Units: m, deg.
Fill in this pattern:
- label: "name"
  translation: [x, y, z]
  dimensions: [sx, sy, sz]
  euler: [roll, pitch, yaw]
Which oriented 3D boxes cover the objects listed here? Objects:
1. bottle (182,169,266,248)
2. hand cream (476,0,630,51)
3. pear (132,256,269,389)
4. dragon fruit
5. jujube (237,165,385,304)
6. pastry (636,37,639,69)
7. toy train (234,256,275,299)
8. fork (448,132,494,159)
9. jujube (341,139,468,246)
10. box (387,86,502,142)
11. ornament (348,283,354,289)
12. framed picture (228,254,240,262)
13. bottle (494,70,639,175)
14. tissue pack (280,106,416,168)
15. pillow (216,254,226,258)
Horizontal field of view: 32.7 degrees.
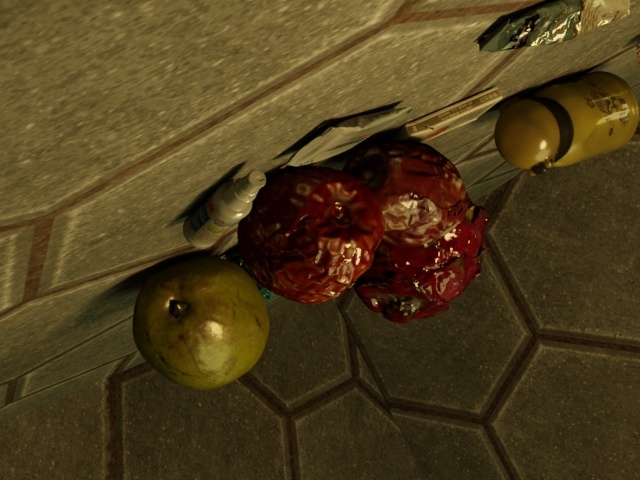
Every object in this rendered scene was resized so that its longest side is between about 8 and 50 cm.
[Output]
- label: "bottle"
  translation: [-0.133, -0.048, 1.566]
  dimensions: [0.060, 0.060, 0.217]
  euler: [-23, 174, -34]
- label: "hand cream"
  translation: [0.326, -0.307, 1.487]
  dimensions: [0.248, 0.052, 0.075]
  euler: [-18, 148, -25]
- label: "pear"
  translation: [-0.220, 0.148, 2.027]
  dimensions: [0.253, 0.252, 0.307]
  euler: [-27, 164, 0]
- label: "dragon fruit"
  translation: [0.186, 0.004, 2.229]
  dimensions: [0.329, 0.329, 0.329]
  euler: [-27, 174, -3]
- label: "jujube"
  translation: [-0.021, -0.005, 1.702]
  dimensions: [0.213, 0.212, 0.232]
  euler: [-24, 174, -29]
- label: "pastry"
  translation: [0.745, -0.403, 2.162]
  dimensions: [0.265, 0.102, 0.112]
  euler: [-31, -166, -30]
- label: "toy train"
  translation: [-0.134, 0.072, 2.248]
  dimensions: [0.198, 0.107, 0.154]
  euler: [-43, 174, 34]
- label: "fork"
  translation: [0.361, -0.222, 2.438]
  dimensions: [0.235, 0.021, 0.039]
  euler: [-23, 169, -25]
- label: "jujube"
  translation: [0.140, -0.080, 1.832]
  dimensions: [0.183, 0.183, 0.243]
  euler: [-30, 147, 29]
- label: "box"
  translation: [0.211, -0.204, 1.887]
  dimensions: [0.198, 0.029, 0.109]
  euler: [-25, 174, -22]
- label: "ornament"
  translation: [0.002, -0.004, 1.912]
  dimensions: [0.088, 0.203, 0.081]
  euler: [-33, 180, 27]
- label: "framed picture"
  translation: [-0.074, 0.003, 2.504]
  dimensions: [0.339, 0.014, 0.255]
  euler: [-25, 174, -15]
- label: "bottle"
  translation: [0.481, -0.233, 2.174]
  dimensions: [0.351, 0.171, 0.171]
  euler: [-18, 170, -46]
- label: "tissue pack"
  translation: [0.041, -0.153, 1.585]
  dimensions: [0.193, 0.026, 0.123]
  euler: [-21, 172, -46]
- label: "pillow"
  translation: [-0.268, 0.093, 2.259]
  dimensions: [0.148, 0.050, 0.229]
  euler: [-33, 177, -16]
